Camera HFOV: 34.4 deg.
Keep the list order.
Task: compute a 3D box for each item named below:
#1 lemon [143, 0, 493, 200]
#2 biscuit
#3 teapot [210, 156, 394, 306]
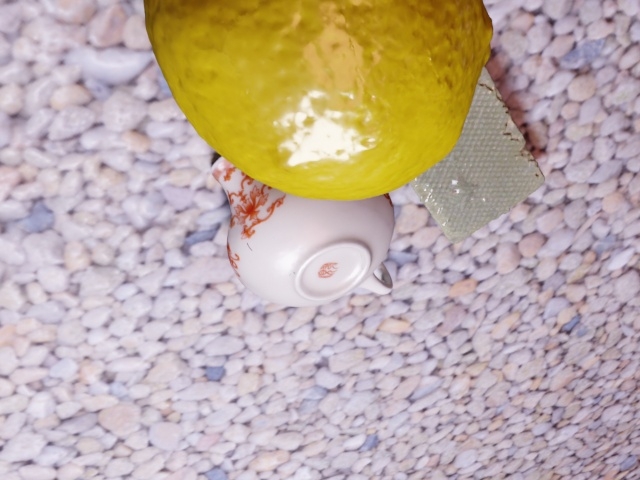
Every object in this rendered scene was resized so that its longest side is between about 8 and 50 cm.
[{"bbox_3d":[-0.002,-0.152,0.728,0.234,0.233,0.288,-32,128,3],"label":"lemon"},{"bbox_3d":[0.137,-0.084,0.998,0.121,0.040,0.199,-34,138,8],"label":"biscuit"},{"bbox_3d":[0.000,0.000,0.970,0.159,0.116,0.245,-47,141,2],"label":"teapot"}]
